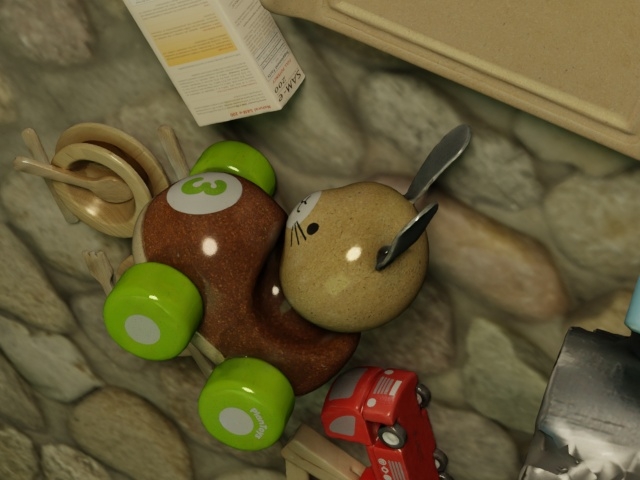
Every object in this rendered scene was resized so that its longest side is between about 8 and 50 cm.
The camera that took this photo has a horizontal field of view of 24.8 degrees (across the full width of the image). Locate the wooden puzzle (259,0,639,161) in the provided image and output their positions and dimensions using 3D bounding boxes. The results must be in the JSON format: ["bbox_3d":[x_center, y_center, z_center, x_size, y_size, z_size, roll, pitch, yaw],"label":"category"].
[{"bbox_3d":[0.099,-0.157,0.672,0.238,0.044,0.221,21,138,6],"label":"wooden puzzle"}]

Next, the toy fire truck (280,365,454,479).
[{"bbox_3d":[0.021,0.162,1.021,0.135,0.047,0.192,6,132,29],"label":"toy fire truck"}]

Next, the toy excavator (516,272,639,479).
[{"bbox_3d":[0.238,-0.045,0.571,0.222,0.445,0.433,17,180,13],"label":"toy excavator"}]

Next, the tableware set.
[{"bbox_3d":[-0.125,0.009,0.968,0.128,0.039,0.194,1,130,31],"label":"tableware set"}]

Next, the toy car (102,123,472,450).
[{"bbox_3d":[0.000,0.000,0.808,0.188,0.155,0.149,-32,110,36],"label":"toy car"}]

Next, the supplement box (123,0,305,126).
[{"bbox_3d":[-0.060,-0.116,0.809,0.062,0.036,0.098,-7,125,36],"label":"supplement box"}]
